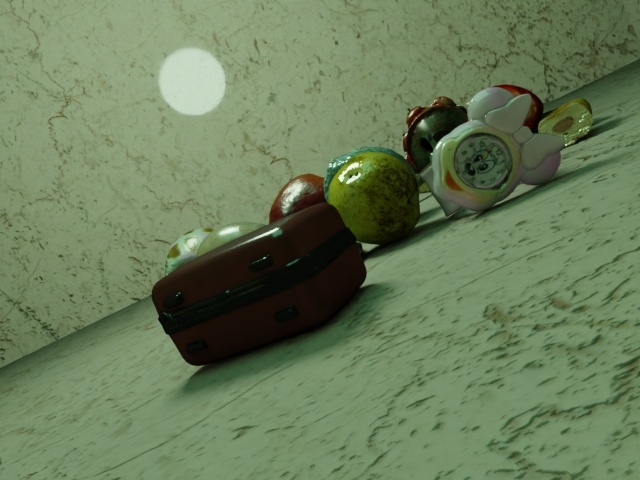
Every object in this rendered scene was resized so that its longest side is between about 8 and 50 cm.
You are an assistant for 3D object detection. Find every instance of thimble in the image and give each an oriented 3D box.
[{"bbox_3d":[0.123,-0.130,1.610,0.143,0.235,0.198,-33,-20,-48],"label":"thimble"}]

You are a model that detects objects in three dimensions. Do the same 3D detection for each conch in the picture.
[{"bbox_3d":[-0.389,0.085,2.115,0.368,0.197,0.249,-40,-22,-52],"label":"conch"}]

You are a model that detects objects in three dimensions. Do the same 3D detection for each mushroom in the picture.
[{"bbox_3d":[-0.162,0.057,1.456,0.226,0.178,0.226,-6,-24,-3],"label":"mushroom"}]

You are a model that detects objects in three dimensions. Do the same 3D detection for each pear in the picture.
[{"bbox_3d":[0.119,-0.084,1.378,0.197,0.197,0.197,-25,5,3],"label":"pear"}]

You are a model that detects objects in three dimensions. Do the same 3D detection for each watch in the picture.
[{"bbox_3d":[0.321,-0.163,1.306,0.248,0.211,0.217,-34,-4,3],"label":"watch"}]

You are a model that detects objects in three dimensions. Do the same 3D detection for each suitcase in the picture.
[{"bbox_3d":[-0.094,0.068,1.049,0.297,0.161,0.236,-24,6,28],"label":"suitcase"}]

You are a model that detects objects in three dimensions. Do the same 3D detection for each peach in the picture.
[{"bbox_3d":[0.487,-0.340,1.766,0.267,0.154,0.158,128,161,-83],"label":"peach"}]

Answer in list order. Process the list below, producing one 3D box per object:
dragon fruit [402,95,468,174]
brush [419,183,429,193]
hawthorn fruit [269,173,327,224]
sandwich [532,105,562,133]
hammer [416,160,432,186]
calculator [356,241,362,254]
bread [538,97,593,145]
[{"bbox_3d":[0.390,-0.315,2.129,0.268,0.295,0.130,-18,33,-4],"label":"dragon fruit"},{"bbox_3d":[0.416,-0.217,2.057,0.233,0.047,0.103,-25,5,-10],"label":"brush"},{"bbox_3d":[-0.039,-0.046,1.737,0.224,0.224,0.261,-19,24,50],"label":"hawthorn fruit"},{"bbox_3d":[0.648,-0.317,1.843,0.235,0.079,0.159,-17,-1,35],"label":"sandwich"},{"bbox_3d":[0.330,-0.208,1.939,0.440,0.044,0.168,-41,17,-28],"label":"hammer"},{"bbox_3d":[0.000,0.000,1.402,0.184,0.042,0.295,18,9,3],"label":"calculator"},{"bbox_3d":[0.605,-0.285,1.615,0.134,0.085,0.173,-31,3,30],"label":"bread"}]
